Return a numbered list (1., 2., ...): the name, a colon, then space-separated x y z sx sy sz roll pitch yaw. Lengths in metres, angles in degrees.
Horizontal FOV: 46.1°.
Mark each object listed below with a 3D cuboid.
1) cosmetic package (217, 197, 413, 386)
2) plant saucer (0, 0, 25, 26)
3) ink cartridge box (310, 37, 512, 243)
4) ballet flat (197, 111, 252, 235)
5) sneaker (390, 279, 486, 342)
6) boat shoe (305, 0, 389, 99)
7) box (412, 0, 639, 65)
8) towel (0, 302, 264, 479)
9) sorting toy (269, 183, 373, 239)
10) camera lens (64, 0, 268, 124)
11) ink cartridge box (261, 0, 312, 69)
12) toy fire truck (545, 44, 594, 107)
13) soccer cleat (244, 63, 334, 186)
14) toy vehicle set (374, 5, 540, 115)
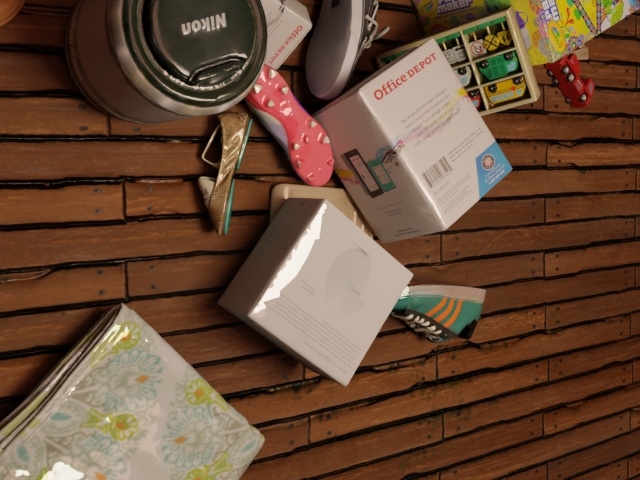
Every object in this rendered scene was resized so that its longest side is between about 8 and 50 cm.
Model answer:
1. cosmetic package: -0.007 0.083 1.257 0.224 0.138 0.225 40 73 -26
2. plant saucer: -0.471 -0.373 0.981 0.200 0.037 0.200 3 86 -47
3. ink cartridge box: 0.150 -0.168 1.315 0.198 0.197 0.270 -39 102 -27
4. ballet flat: -0.164 -0.112 1.228 0.067 0.073 0.206 12 83 -7
5. sneaker: 0.213 0.141 1.458 0.302 0.108 0.121 7 90 -40
6. boat shoe: 0.054 -0.378 1.321 0.105 0.113 0.306 22 65 -39
7. box: 0.385 -0.452 1.427 0.279 0.290 0.177 -33 111 -27
8. towel: -0.292 0.325 1.150 0.320 0.090 0.374 -49 118 -20
9. sorting toy: 0.000 0.000 1.358 0.208 0.038 0.193 2 92 -30
10. camera lens: -0.219 -0.275 1.042 0.219 0.274 0.220 -3 95 -34
11. ink cartridge box: -0.106 -0.359 1.209 0.150 0.063 0.109 26 123 -33
12. toy fire truck: 0.571 -0.411 1.701 0.192 0.047 0.135 45 68 -29
13. soccer cleat: -0.058 -0.197 1.277 0.083 0.095 0.248 -43 124 -10
14. toy vehicle set: 0.244 -0.300 1.363 0.035 0.266 0.166 -47 118 -49
